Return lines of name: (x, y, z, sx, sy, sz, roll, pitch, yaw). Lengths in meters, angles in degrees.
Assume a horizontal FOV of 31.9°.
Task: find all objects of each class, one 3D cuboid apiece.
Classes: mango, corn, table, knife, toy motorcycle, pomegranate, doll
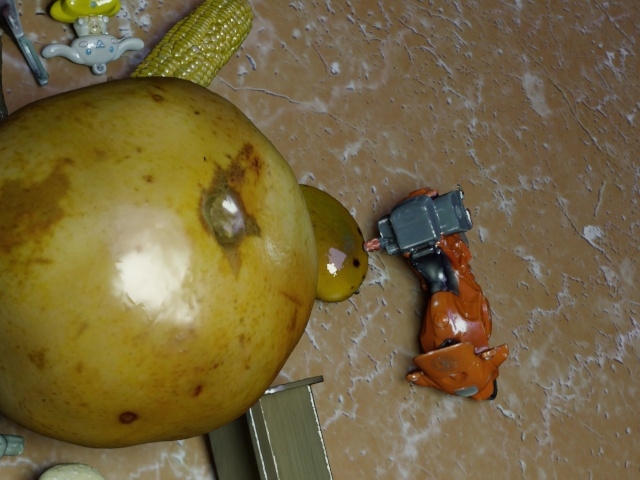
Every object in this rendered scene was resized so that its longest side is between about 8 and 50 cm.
mango: (0.003, 0.001, 1.548, 0.115, 0.090, 0.178, -7, 63, -31)
corn: (-0.175, -0.254, 1.550, 0.101, 0.101, 0.291, 42, 49, -9)
table: (-0.052, 0.289, 1.325, 0.167, 0.167, 0.226, -8, 80, -37)
knife: (-0.404, -0.341, 1.447, 0.053, 0.123, 0.277, -13, 63, -7)
toy motorcycle: (0.175, 0.083, 1.581, 0.221, 0.148, 0.325, -11, 82, -67)
pomegranate: (-0.214, 0.019, 1.187, 0.417, 0.417, 0.416, 16, 58, -28)
doll: (-0.314, -0.275, 1.495, 0.135, 0.071, 0.113, -38, 105, -28)

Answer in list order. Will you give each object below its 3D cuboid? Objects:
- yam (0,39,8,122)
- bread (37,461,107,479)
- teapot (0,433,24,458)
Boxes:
yam: (-0.420, -0.215, 1.382, 0.061, 0.061, 0.252, 0, 66, -35)
bread: (-0.224, 0.375, 1.156, 0.316, 0.054, 0.316, 35, 37, -33)
teapot: (-0.439, 0.194, 1.091, 0.295, 0.129, 0.193, 7, 84, -15)
